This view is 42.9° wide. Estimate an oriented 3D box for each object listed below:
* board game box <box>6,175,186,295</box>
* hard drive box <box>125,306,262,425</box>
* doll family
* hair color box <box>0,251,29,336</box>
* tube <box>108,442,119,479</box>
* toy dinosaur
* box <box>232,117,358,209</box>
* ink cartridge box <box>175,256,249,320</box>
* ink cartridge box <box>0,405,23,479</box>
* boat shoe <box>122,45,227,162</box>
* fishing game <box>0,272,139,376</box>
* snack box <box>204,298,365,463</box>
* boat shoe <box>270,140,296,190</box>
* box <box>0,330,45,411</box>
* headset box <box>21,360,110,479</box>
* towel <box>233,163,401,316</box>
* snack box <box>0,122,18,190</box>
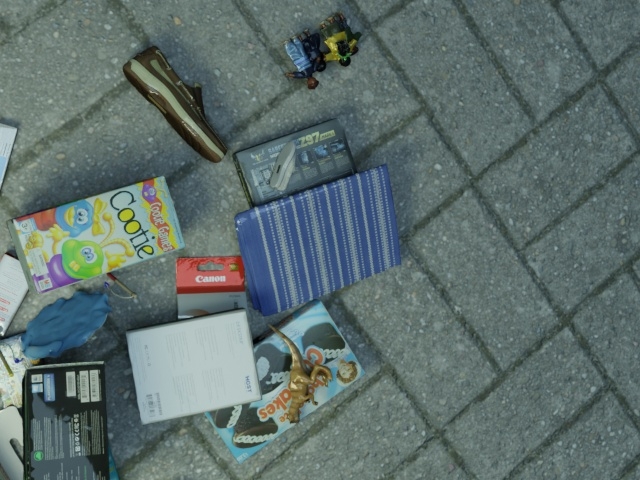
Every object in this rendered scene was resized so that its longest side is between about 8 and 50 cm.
[{"bbox_3d":[-0.415,-0.013,1.506,0.275,0.144,0.142,-19,98,-25],"label":"board game box"},{"bbox_3d":[-0.243,0.238,1.568,0.232,0.089,0.181,-9,89,-11],"label":"hard drive box"},{"bbox_3d":[0.006,-0.384,1.663,0.193,0.076,0.111,-29,105,-7],"label":"doll family"},{"bbox_3d":[-0.595,0.101,1.536,0.072,0.043,0.141,29,85,-16],"label":"hair color box"},{"bbox_3d":[-0.427,0.474,1.605,0.080,0.052,0.207,-19,101,-39],"label":"tube"},{"bbox_3d":[-0.038,0.268,1.631,0.112,0.064,0.212,-5,95,-15],"label":"toy dinosaur"},{"bbox_3d":[-0.042,-0.129,1.669,0.232,0.059,0.184,-22,99,-13],"label":"box"},{"bbox_3d":[-0.217,0.125,1.645,0.145,0.045,0.179,-1,96,-16],"label":"ink cartridge box"},{"bbox_3d":[-0.681,0.480,1.487,0.353,0.119,0.207,-27,109,-13],"label":"ink cartridge box"},{"bbox_3d":[-0.261,-0.270,1.582,0.095,0.095,0.257,-46,104,-15],"label":"boat shoe"},{"bbox_3d":[-0.466,0.160,1.508,0.264,0.189,0.041,-36,124,-23],"label":"fishing game"},{"bbox_3d":[-0.088,0.287,1.683,0.322,0.060,0.187,-34,102,-11],"label":"snack box"},{"bbox_3d":[-0.066,-0.146,1.616,0.035,0.035,0.100,24,83,-41],"label":"boat shoe"},{"bbox_3d":[-0.575,0.248,1.559,0.093,0.027,0.137,-15,98,-13],"label":"box"},{"bbox_3d":[-0.454,0.349,1.434,0.131,0.283,0.247,-1,79,-21],"label":"headset box"},{"bbox_3d":[0.000,0.000,1.665,0.335,0.040,0.243,-19,119,-15],"label":"towel"},{"bbox_3d":[-0.622,-0.134,1.523,0.064,0.022,0.178,16,89,-17],"label":"snack box"}]
